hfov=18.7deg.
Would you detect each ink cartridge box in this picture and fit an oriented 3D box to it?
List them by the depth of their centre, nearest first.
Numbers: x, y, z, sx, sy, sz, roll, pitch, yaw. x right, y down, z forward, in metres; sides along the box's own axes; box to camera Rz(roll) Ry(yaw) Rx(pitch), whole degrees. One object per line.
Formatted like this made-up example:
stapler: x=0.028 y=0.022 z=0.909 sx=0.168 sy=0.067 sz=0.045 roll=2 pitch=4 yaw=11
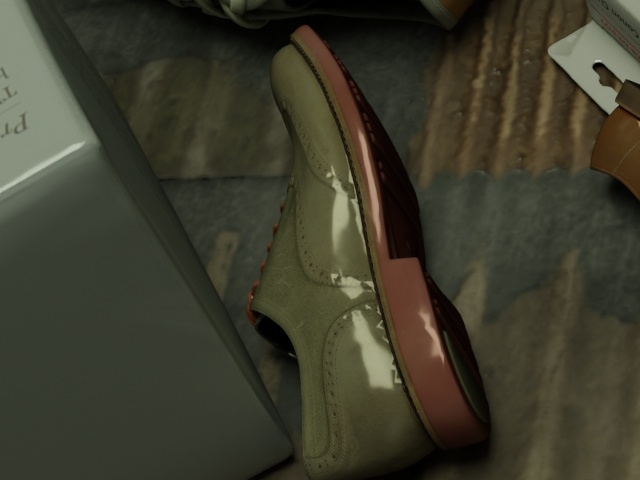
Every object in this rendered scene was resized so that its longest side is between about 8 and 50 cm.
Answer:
ink cartridge box: x=0.256 y=-0.171 z=1.319 sx=0.198 sy=0.067 sz=0.115 roll=-35 pitch=50 yaw=-5

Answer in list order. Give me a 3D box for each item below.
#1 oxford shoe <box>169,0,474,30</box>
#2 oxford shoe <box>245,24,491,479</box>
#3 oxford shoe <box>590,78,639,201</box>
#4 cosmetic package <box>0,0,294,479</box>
oxford shoe: x=-0.075 y=-0.227 z=1.449 sx=0.449 sy=0.169 sz=0.130 roll=7 pitch=78 yaw=26
oxford shoe: x=0.000 y=0.000 z=1.263 sx=0.130 sy=0.123 sz=0.348 roll=-25 pitch=48 yaw=10
oxford shoe: x=0.258 y=-0.018 z=1.217 sx=0.212 sy=0.076 sz=0.076 roll=38 pitch=105 yaw=36
cosmetic package: x=-0.276 y=-0.001 z=1.240 sx=0.329 sy=0.327 sz=0.393 roll=-30 pitch=49 yaw=-1
